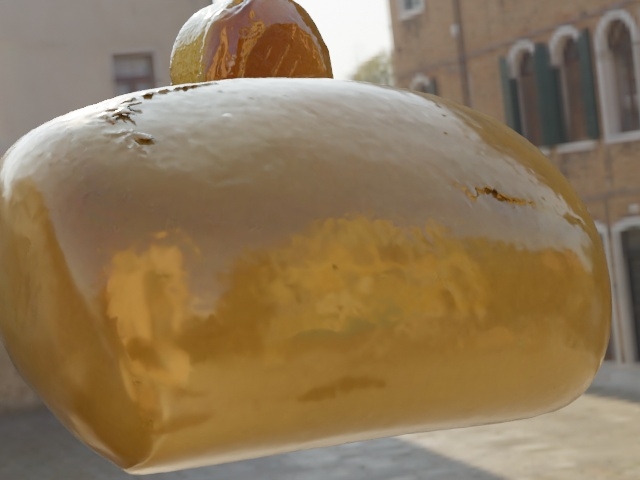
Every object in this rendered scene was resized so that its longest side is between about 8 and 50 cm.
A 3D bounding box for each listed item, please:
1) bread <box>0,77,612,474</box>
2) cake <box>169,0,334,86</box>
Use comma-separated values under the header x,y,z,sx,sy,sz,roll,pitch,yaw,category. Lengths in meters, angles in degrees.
x,y,z,sx,sy,sz,roll,pitch,yaw,category
0.000,0.000,0.427,0.217,0.098,0.147,-7,43,-34,bread
-0.032,-0.080,0.623,0.044,0.084,0.084,1,6,45,cake
